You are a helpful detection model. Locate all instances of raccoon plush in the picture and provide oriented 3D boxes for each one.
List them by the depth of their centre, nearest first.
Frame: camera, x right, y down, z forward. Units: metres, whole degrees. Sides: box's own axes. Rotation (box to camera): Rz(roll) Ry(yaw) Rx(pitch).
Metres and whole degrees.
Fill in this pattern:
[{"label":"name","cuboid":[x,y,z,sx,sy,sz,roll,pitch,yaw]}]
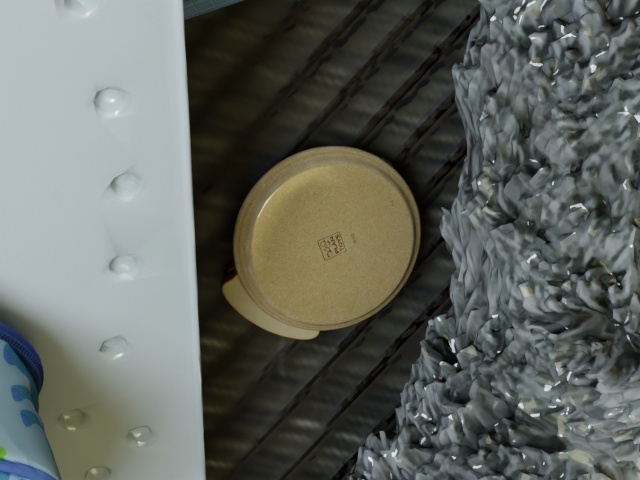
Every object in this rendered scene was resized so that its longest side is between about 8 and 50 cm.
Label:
[{"label":"raccoon plush","cuboid":[0.053,-0.033,0.695,0.299,0.216,0.446,-37,98,7]}]

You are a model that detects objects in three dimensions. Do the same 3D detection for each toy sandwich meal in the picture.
[{"label":"toy sandwich meal","cuboid":[0.000,0.000,0.771,0.085,0.029,0.085,-5,109,-13]}]

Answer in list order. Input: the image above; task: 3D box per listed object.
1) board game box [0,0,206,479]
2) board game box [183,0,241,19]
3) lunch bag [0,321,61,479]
[{"label":"board game box","cuboid":[-0.238,-0.007,0.624,0.390,0.050,0.390,-8,136,-9]},{"label":"board game box","cuboid":[-0.130,-0.131,0.677,0.194,0.060,0.194,-32,113,0]},{"label":"lunch bag","cuboid":[-0.203,0.097,0.639,0.176,0.090,0.219,19,126,-34]}]
